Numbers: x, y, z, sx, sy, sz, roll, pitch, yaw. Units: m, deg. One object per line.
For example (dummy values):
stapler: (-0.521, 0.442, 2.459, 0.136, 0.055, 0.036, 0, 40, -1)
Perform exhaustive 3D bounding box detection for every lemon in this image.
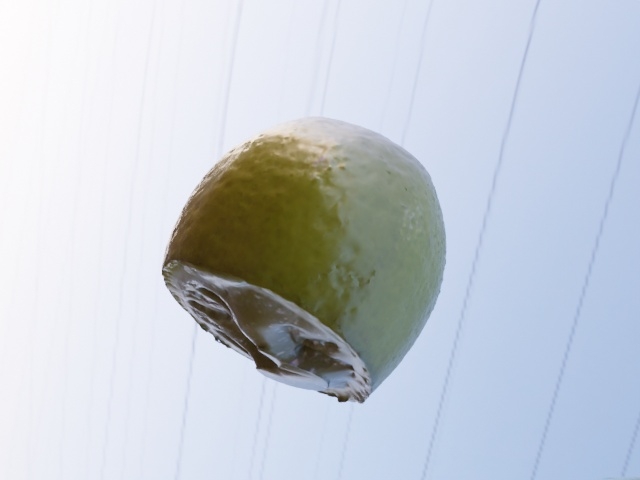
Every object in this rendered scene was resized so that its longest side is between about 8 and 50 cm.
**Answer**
lemon: (0.000, 0.000, 1.076, 0.364, 0.364, 0.364, -8, -100, 58)

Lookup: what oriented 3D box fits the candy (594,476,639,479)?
candy: (0.208, 0.034, 0.337, 0.440, 0.119, 0.119, -61, -143, 10)
